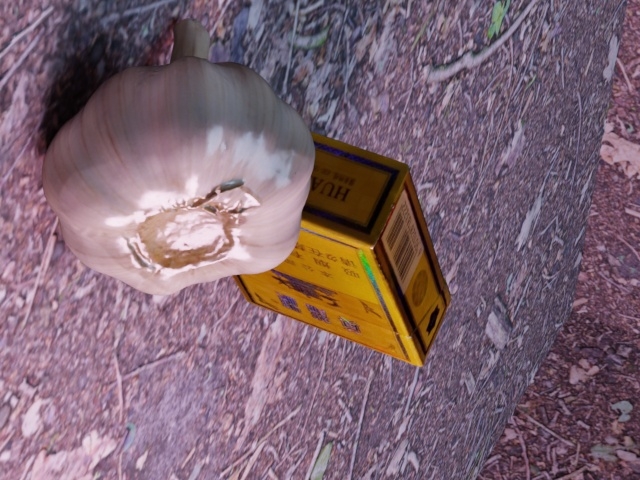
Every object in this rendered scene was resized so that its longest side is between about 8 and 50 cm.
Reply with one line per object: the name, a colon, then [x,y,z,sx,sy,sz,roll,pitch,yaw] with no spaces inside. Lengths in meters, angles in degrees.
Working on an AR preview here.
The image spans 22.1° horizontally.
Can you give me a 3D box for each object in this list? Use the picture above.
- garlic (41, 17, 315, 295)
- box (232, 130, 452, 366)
garlic: [-0.105,-0.088,1.200,0.199,0.199,0.226,84,-1,-53]
box: [0.000,0.000,1.452,0.084,0.192,0.301,-64,160,-16]
